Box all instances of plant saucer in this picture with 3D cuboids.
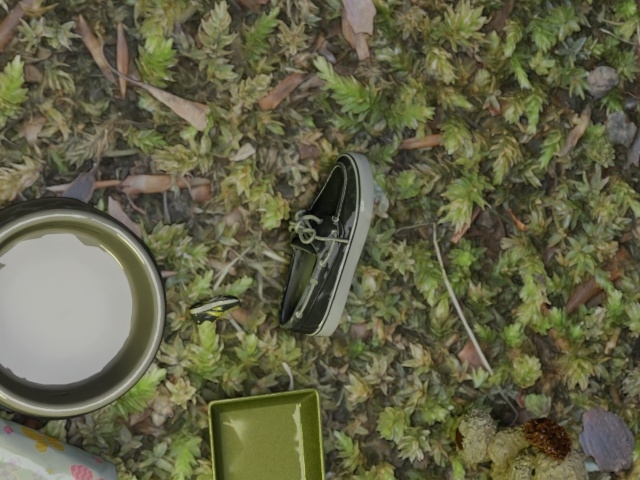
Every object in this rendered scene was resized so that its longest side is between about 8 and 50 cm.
[{"bbox_3d":[-0.090,0.338,1.914,0.188,0.045,0.189,-5,93,-19],"label":"plant saucer"}]

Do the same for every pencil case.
[{"bbox_3d":[-0.439,0.343,1.761,0.273,0.113,0.124,28,101,-17],"label":"pencil case"}]

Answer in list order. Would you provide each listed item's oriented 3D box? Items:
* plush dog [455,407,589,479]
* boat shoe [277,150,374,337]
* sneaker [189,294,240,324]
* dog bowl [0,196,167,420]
[{"bbox_3d":[0.368,0.397,1.975,0.210,0.225,0.263,-15,95,-18],"label":"plush dog"},{"bbox_3d":[-0.002,0.000,1.906,0.104,0.113,0.306,14,95,-33],"label":"boat shoe"},{"bbox_3d":[-0.169,0.111,1.896,0.083,0.031,0.035,-14,108,-14],"label":"sneaker"},{"bbox_3d":[-0.393,0.105,1.780,0.348,0.102,0.349,0,90,-19],"label":"dog bowl"}]
